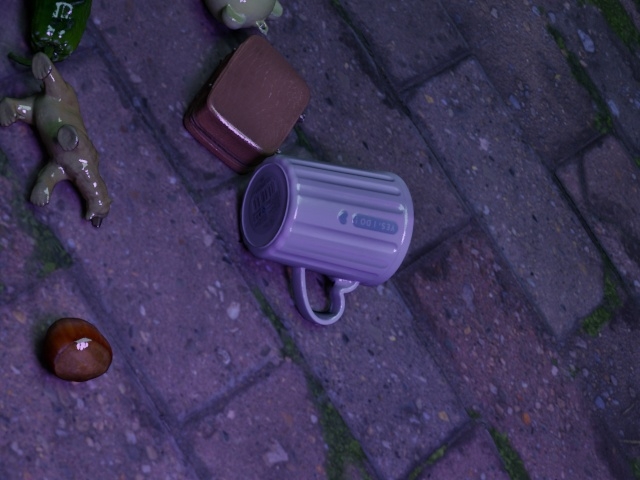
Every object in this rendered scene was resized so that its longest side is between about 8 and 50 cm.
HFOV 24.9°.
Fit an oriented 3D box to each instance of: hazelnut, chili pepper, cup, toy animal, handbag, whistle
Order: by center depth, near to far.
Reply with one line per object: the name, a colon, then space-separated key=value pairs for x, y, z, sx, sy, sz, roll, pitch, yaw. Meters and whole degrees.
hazelnut: x=-0.298 y=0.132 z=1.762 sx=0.086 sy=0.086 sz=0.086 roll=20 pitch=55 yaw=-31
toy animal: x=-0.331 y=-0.125 z=1.877 sx=0.101 sy=0.103 sz=0.218 roll=9 pitch=54 yaw=-65
chili pepper: x=-0.359 y=-0.339 z=1.979 sx=0.100 sy=0.074 sz=0.257 roll=17 pitch=52 yaw=-30
cup: x=0.008 y=-0.009 z=2.038 sx=0.202 sy=0.167 sz=0.221 roll=11 pitch=58 yaw=-33
handbag: x=-0.100 y=-0.196 z=2.117 sx=0.151 sy=0.072 sz=0.193 roll=41 pitch=44 yaw=-15
whistle: x=-0.153 y=-0.431 z=2.177 sx=0.131 sy=0.106 sz=0.288 roll=-24 pitch=84 yaw=-52
